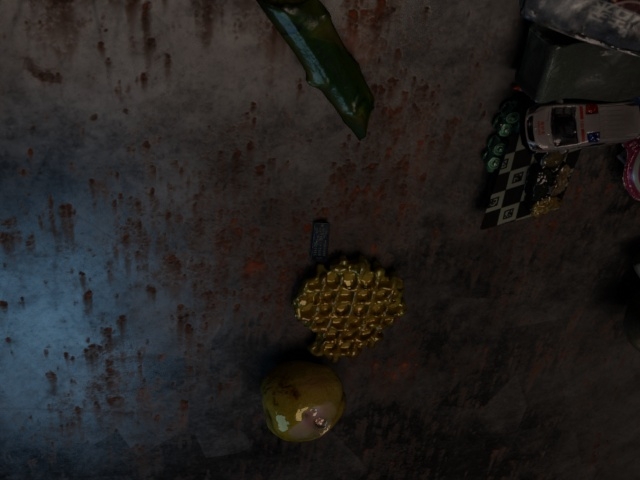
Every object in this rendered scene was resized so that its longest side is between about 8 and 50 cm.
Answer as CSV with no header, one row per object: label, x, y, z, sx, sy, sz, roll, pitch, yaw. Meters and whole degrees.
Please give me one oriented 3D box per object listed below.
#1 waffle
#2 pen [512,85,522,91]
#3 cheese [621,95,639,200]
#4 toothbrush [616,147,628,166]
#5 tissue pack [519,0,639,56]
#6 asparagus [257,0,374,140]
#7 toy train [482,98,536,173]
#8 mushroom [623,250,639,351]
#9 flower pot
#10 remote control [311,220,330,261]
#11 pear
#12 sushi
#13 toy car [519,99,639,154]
waffle,0.044,0.132,1.761,0.253,0.056,0.249,30,116,-38
pen,0.425,-0.257,1.555,0.218,0.026,0.026,-1,131,-16
cheese,0.603,-0.162,1.661,0.155,0.062,0.244,-42,120,-1
toothbrush,0.654,-0.101,1.769,0.286,0.020,0.025,32,109,-36
tissue pack,0.462,-0.450,1.286,0.259,0.122,0.361,19,128,-2
asparagus,0.011,-0.269,1.377,0.085,0.082,0.343,-34,133,8
toy train,0.330,-0.182,1.584,0.071,0.038,0.148,-2,130,-20
mushroom,0.718,0.116,1.866,0.244,0.243,0.243,-9,132,-10
flower pot,0.434,-0.292,1.473,0.229,0.103,0.108,-3,132,-16
remote control,0.000,0.000,1.656,0.034,0.016,0.091,5,130,-1
pear,-0.033,0.318,1.825,0.178,0.178,0.178,-9,132,-10
sushi,0.400,-0.105,1.632,0.192,0.050,0.215,-14,135,-26
toy car,0.431,-0.192,1.518,0.210,0.108,0.089,-8,98,-33
